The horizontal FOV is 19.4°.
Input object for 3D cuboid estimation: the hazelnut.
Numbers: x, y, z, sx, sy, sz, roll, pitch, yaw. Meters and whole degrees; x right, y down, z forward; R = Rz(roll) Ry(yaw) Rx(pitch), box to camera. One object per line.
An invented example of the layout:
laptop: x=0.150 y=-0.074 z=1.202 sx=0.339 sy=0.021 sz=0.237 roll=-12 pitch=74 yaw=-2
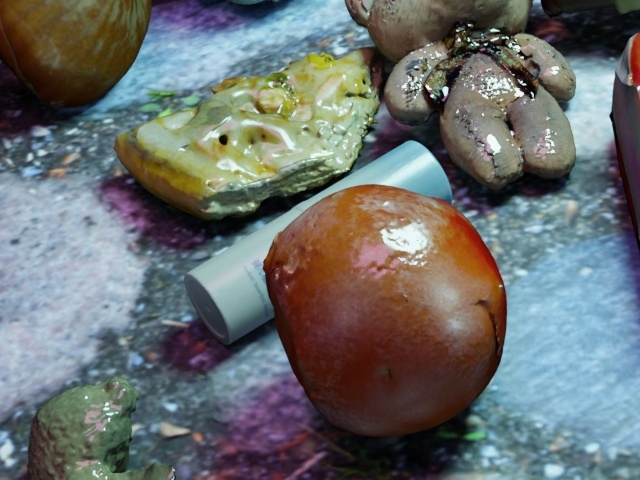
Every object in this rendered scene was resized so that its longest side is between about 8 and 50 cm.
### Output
hazelnut: x=-0.262 y=-0.226 z=1.955 sx=0.182 sy=0.182 sz=0.182 roll=-8 pitch=42 yaw=7

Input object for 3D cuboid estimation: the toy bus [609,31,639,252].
toy bus: x=0.332 y=-0.068 z=1.639 sx=0.128 sy=0.147 sz=0.302 roll=-4 pitch=43 yaw=2

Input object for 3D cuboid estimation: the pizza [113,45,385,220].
pizza: x=-0.044 y=-0.116 z=1.841 sx=0.297 sy=0.071 sz=0.189 roll=-23 pitch=38 yaw=-20

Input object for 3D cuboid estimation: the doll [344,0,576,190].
doll: x=0.157 y=-0.184 z=1.806 sx=0.201 sy=0.156 sz=0.303 roll=-8 pitch=44 yaw=-17

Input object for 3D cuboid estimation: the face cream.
face cream: x=0.000 y=0.000 z=1.695 sx=0.250 sy=0.077 sz=0.077 roll=-32 pitch=45 yaw=-19

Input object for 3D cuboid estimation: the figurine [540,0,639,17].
figurine: x=0.405 y=-0.281 z=1.838 sx=0.365 sy=0.206 sz=0.218 roll=-9 pitch=63 yaw=30

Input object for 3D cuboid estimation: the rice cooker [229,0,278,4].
rice cooker: x=-0.052 y=-0.387 z=2.045 sx=0.244 sy=0.226 sz=0.226 roll=-38 pitch=47 yaw=-24

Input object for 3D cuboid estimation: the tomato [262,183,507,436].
tomato: x=0.057 y=0.053 z=1.525 sx=0.184 sy=0.208 sz=0.208 roll=-18 pitch=41 yaw=-5

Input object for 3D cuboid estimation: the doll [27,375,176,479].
doll: x=-0.187 y=0.234 z=1.480 sx=0.202 sy=0.091 sz=0.286 roll=-51 pitch=32 yaw=7
